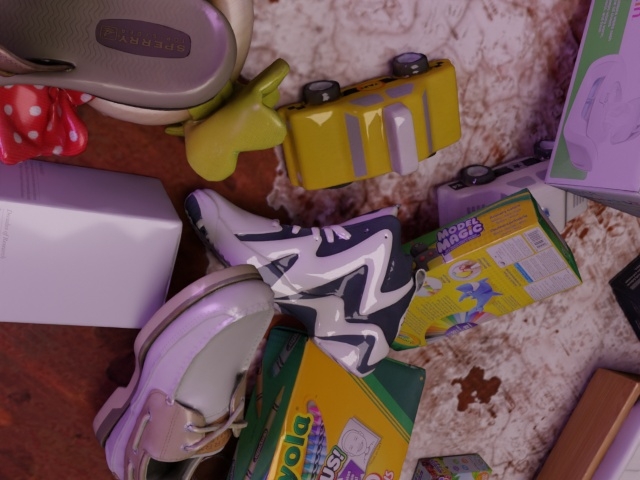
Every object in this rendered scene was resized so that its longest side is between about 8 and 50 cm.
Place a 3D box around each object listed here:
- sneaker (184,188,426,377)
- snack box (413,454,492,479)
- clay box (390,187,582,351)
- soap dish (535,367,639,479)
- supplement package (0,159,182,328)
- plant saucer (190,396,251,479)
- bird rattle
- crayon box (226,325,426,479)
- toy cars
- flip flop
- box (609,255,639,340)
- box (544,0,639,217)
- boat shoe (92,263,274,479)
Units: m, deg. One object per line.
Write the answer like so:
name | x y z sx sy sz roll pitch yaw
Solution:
sneaker | 0.000 0.000 0.682 0.235 0.094 0.153 41 79 1
snack box | 0.165 0.362 0.986 0.100 0.037 0.141 3 113 -27
clay box | 0.142 0.041 0.759 0.222 0.053 0.127 -25 137 24
soap dish | 0.441 0.321 1.042 0.229 0.118 0.290 13 108 -29
supplement package | -0.219 0.000 0.594 0.179 0.105 0.105 7 111 -26
plant saucer | -0.124 0.248 0.806 0.169 0.029 0.168 -10 118 -20
bird rattle | -0.147 -0.154 0.569 0.254 0.143 0.206 9 99 -14
crayon box | -0.005 0.246 0.765 0.165 0.081 0.278 22 79 -31
toy cars | 0.144 -0.070 0.732 0.394 0.087 0.176 21 105 -31
flip flop | -0.189 -0.140 0.457 0.277 0.080 0.112 6 85 -13
box | 0.482 0.107 0.930 0.093 0.158 0.156 -41 124 -1
box | 0.380 -0.149 0.737 0.231 0.127 0.261 13 92 -29
boat shoe | -0.110 0.138 0.638 0.113 0.103 0.302 -12 150 -39
